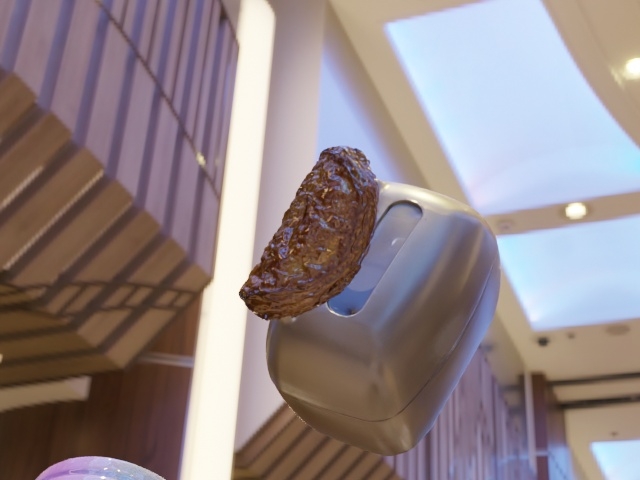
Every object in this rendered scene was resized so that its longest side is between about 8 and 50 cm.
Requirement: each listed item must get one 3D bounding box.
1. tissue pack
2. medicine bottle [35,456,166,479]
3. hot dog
[{"bbox_3d":[0.098,0.099,1.580,0.267,0.387,0.277,18,-32,30],"label":"tissue pack"},{"bbox_3d":[-0.182,0.289,0.723,0.152,0.254,0.152,6,-58,9],"label":"medicine bottle"},{"bbox_3d":[-0.002,-0.001,0.793,0.065,0.147,0.099,33,-8,-9],"label":"hot dog"}]
